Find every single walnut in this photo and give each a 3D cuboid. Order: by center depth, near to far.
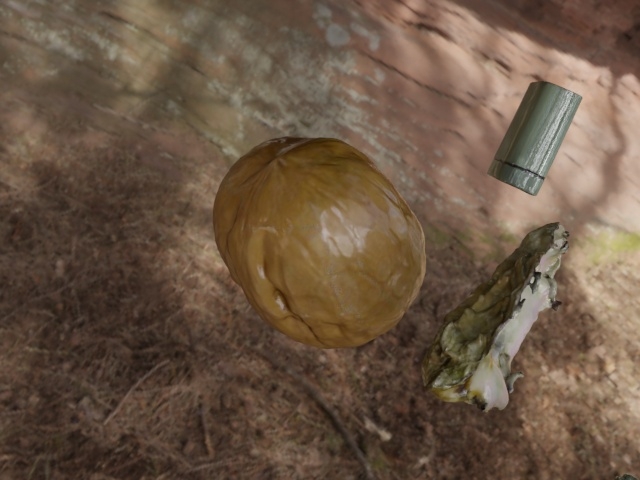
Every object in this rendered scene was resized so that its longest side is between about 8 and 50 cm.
[{"bbox_3d":[0.000,0.000,0.758,0.221,0.195,0.195,57,9,-42],"label":"walnut"}]

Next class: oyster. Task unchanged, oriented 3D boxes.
[{"bbox_3d":[0.146,0.062,0.653,0.072,0.133,0.209,22,64,24],"label":"oyster"}]

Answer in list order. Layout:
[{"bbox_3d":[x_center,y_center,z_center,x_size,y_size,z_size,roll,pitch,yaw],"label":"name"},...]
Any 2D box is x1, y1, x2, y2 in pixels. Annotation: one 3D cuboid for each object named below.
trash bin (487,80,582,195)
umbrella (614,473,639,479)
[{"bbox_3d":[0.266,-0.128,0.992,0.059,0.130,0.116,23,10,-2],"label":"trash bin"},{"bbox_3d":[0.299,0.260,0.667,0.067,0.062,0.143,-29,61,-28],"label":"umbrella"}]
